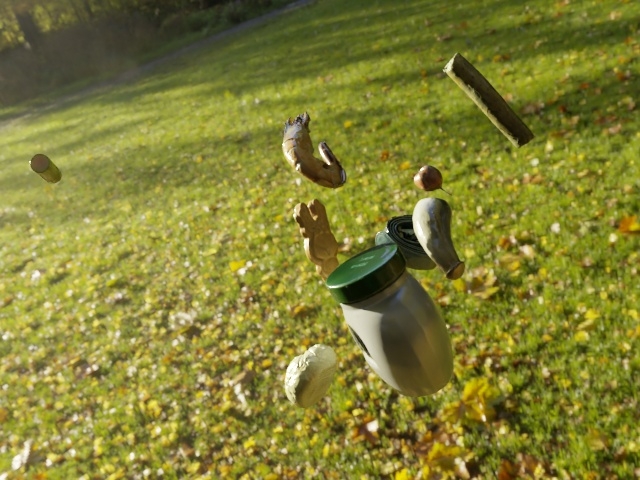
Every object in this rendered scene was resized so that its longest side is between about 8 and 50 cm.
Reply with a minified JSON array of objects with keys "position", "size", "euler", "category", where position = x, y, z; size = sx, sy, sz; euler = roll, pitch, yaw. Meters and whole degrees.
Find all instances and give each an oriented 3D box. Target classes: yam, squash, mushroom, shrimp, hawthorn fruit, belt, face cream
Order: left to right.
[{"position":[-0.379,-0.098,0.900],"size":[0.027,0.027,0.083],"euler":[-25,-2,-12],"category":"squash"},{"position":[-0.011,-0.169,1.210],"size":[0.133,0.053,0.236],"euler":[15,32,-21],"category":"shrimp"},{"position":[0.187,0.206,1.650],"size":[0.219,0.357,0.312],"euler":[-31,12,-8],"category":"face cream"},{"position":[0.331,0.008,2.372],"size":[0.267,0.116,0.206],"euler":[11,44,-8],"category":"belt"},{"position":[0.286,-0.142,1.630],"size":[0.067,0.103,0.067],"euler":[-43,-12,-12],"category":"hawthorn fruit"},{"position":[0.315,-0.011,1.757],"size":[0.103,0.118,0.270],"euler":[-51,31,40],"category":"mushroom"},{"position":[0.548,-0.453,2.103],"size":[0.083,0.371,0.083],"euler":[-44,0,0],"category":"yam"}]

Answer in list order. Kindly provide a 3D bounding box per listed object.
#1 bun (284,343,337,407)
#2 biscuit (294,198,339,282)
[{"position":[-0.029,0.375,1.821],"size":[0.164,0.188,0.111],"euler":[-15,42,-45],"category":"bun"},{"position":[-0.002,0.002,1.805],"size":[0.040,0.236,0.144],"euler":[-21,-1,39],"category":"biscuit"}]
